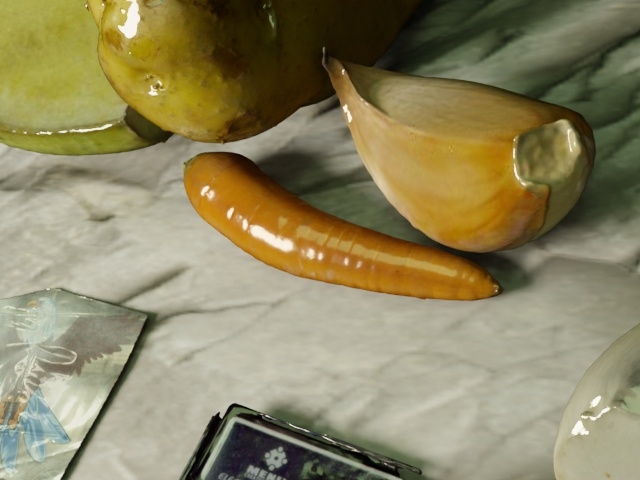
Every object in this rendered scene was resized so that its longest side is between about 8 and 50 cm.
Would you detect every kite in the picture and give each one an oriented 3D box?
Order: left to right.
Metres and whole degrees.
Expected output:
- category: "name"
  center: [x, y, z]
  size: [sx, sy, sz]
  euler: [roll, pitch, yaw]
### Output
- category: "kite"
  center: [-0.247, 0.165, 0.954]
  size: [0.169, 0.015, 0.310]
  euler: [6, 57, 23]

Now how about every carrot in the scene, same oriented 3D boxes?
- category: "carrot"
  center: [0.000, 0.001, 0.957]
  size: [0.271, 0.066, 0.062]
  euler: [27, 113, 29]

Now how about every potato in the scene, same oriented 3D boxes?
- category: "potato"
  center: [-0.226, -0.179, 1.119]
  size: [0.255, 0.112, 0.269]
  euler: [-2, 63, 22]
- category: "potato"
  center: [-0.031, -0.209, 1.006]
  size: [0.195, 0.176, 0.369]
  euler: [39, 50, 16]

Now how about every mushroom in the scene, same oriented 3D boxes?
- category: "mushroom"
  center: [0.234, 0.082, 0.803]
  size: [0.116, 0.093, 0.225]
  euler: [34, 63, 19]

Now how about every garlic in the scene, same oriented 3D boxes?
- category: "garlic"
  center: [0.098, -0.056, 0.928]
  size: [0.206, 0.128, 0.115]
  euler: [25, 111, 35]

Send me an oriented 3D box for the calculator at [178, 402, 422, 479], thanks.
- category: "calculator"
  center: [-0.054, 0.241, 0.824]
  size: [0.165, 0.028, 0.274]
  euler: [15, 63, 27]
